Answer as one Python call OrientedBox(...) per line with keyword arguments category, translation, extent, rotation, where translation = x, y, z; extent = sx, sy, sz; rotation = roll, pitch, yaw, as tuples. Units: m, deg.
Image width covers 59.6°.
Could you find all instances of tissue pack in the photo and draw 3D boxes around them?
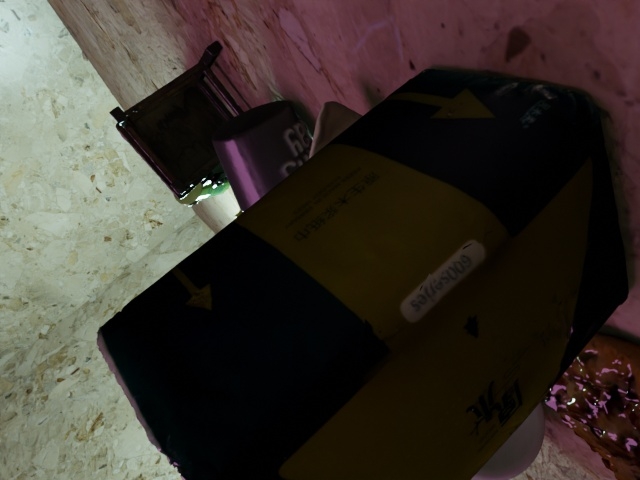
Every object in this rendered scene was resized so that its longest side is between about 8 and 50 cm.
OrientedBox(category="tissue pack", translation=(0.059, 0.064, 0.522), extent=(0.253, 0.416, 0.264), rotation=(30, 155, 49))

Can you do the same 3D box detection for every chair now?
OrientedBox(category="chair", translation=(-0.290, -0.232, 1.202), extent=(0.203, 0.240, 0.416), rotation=(50, 167, -14))

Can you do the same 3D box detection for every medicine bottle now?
OrientedBox(category="medicine bottle", translation=(0.268, 0.335, 1.067), extent=(0.202, 0.202, 0.316), rotation=(47, 168, 9))

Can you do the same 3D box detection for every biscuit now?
OrientedBox(category="biscuit", translation=(0.390, 0.245, 0.683), extent=(0.334, 0.081, 0.289), rotation=(53, 168, -23))

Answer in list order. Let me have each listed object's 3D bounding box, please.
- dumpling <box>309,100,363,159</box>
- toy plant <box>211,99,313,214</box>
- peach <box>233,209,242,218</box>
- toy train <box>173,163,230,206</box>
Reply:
OrientedBox(category="dumpling", translation=(0.059, -0.063, 0.700), extent=(0.126, 0.166, 0.215), rotation=(10, 141, 39))
OrientedBox(category="toy plant", translation=(-0.038, -0.039, 1.008), extent=(0.400, 0.185, 0.279), rotation=(64, 170, -27))
OrientedBox(category="peach", translation=(-0.164, -0.052, 1.564), extent=(0.151, 0.118, 0.151), rotation=(47, -150, -38))
OrientedBox(category="toy train", translation=(-0.291, -0.159, 1.465), extent=(0.105, 0.157, 0.253), rotation=(46, -164, 0))
